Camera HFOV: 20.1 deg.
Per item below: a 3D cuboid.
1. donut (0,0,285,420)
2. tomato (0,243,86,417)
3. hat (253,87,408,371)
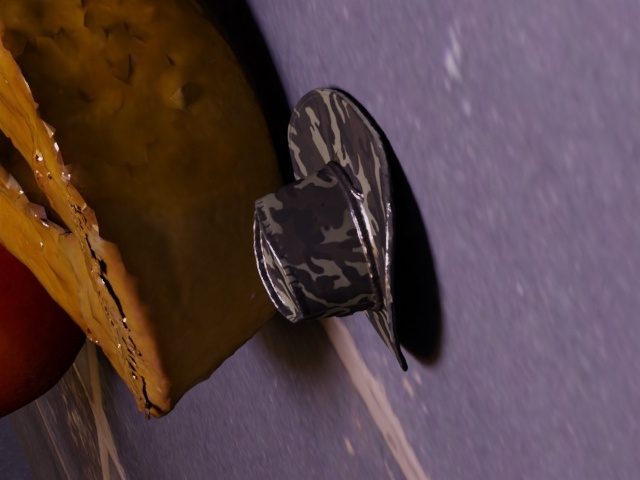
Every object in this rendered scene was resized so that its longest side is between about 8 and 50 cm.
[{"bbox_3d":[-0.110,-0.049,0.878,0.277,0.108,0.277,51,160,27],"label":"donut"},{"bbox_3d":[-0.338,0.012,1.470,0.325,0.293,0.290,51,170,37],"label":"tomato"},{"bbox_3d":[0.000,0.000,0.726,0.121,0.050,0.121,163,90,-76],"label":"hat"}]
